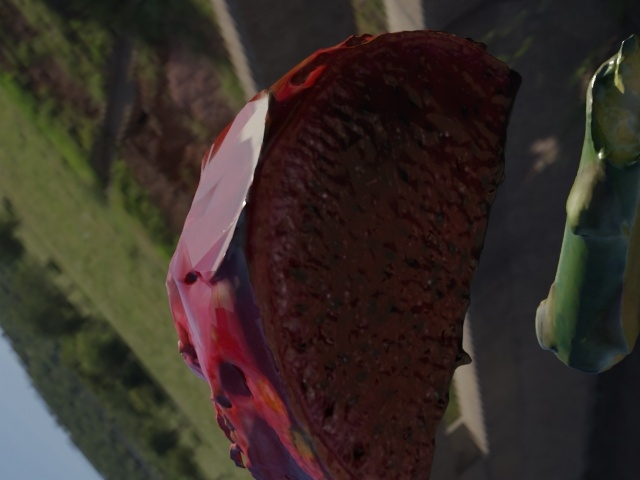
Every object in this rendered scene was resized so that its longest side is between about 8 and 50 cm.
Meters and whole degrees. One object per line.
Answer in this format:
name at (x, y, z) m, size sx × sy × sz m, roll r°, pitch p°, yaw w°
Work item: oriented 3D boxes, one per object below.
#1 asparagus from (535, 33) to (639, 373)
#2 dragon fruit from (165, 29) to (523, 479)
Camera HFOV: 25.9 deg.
asparagus at (0.221, -0.006, 1.066) m, size 0.082 × 0.085 × 0.343 m, roll 9°, pitch 139°, yaw 6°
dragon fruit at (0.000, 0.000, 0.668) m, size 0.163 × 0.261 × 0.189 m, roll 7°, pitch 154°, yaw 27°
